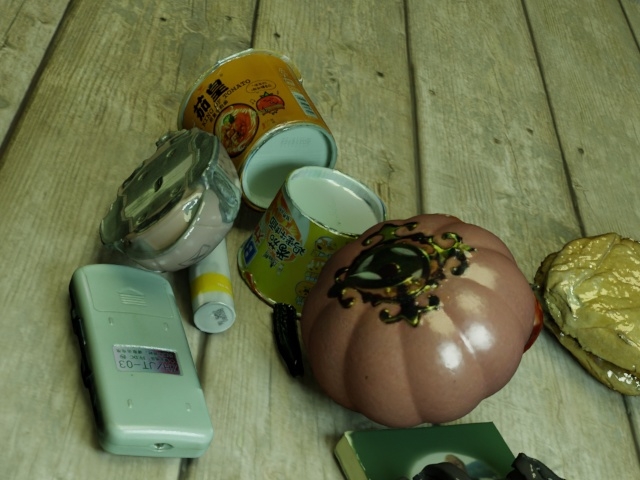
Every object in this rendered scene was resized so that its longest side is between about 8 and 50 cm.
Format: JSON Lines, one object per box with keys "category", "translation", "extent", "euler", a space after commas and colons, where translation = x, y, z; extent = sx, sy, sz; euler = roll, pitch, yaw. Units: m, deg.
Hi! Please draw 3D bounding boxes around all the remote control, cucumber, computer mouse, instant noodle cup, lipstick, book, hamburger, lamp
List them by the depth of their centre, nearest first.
{"category": "book", "translation": [0.197, 0.376, 1.457], "extent": [0.260, 0.043, 0.371], "euler": [3, 42, -34]}
{"category": "remote control", "translation": [-0.226, 0.139, 1.470], "extent": [0.140, 0.056, 0.296], "euler": [9, 36, -29]}
{"category": "lamp", "translation": [0.128, 0.114, 1.566], "extent": [0.305, 0.240, 0.305], "euler": [-12, 39, 10]}
{"category": "cucumber", "translation": [-0.045, 0.132, 1.626], "extent": [0.034, 0.033, 0.135], "euler": [-15, 38, 6]}
{"category": "computer mouse", "translation": [-0.191, -0.054, 1.650], "extent": [0.115, 0.199, 0.389], "euler": [53, 9, -23]}
{"category": "lipstick", "translation": [-0.158, 0.018, 1.679], "extent": [0.059, 0.059, 0.264], "euler": [13, 36, -20]}
{"category": "instant noodle cup", "translation": [0.000, 0.000, 1.729], "extent": [0.205, 0.153, 0.205], "euler": [18, 36, -14]}
{"category": "instant noodle cup", "translation": [-0.085, -0.153, 1.809], "extent": [0.215, 0.216, 0.172], "euler": [-1, 39, -36]}
{"category": "hamburger", "translation": [0.474, 0.112, 1.899], "extent": [0.259, 0.145, 0.283], "euler": [-24, 59, -28]}

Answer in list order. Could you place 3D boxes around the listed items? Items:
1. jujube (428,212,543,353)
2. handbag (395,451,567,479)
{"category": "jujube", "translation": [0.207, 0.069, 1.760], "extent": [0.250, 0.174, 0.174], "euler": [38, 35, 21]}
{"category": "handbag", "translation": [0.238, 0.354, 1.388], "extent": [0.285, 0.113, 0.257], "euler": [1, 36, -35]}
